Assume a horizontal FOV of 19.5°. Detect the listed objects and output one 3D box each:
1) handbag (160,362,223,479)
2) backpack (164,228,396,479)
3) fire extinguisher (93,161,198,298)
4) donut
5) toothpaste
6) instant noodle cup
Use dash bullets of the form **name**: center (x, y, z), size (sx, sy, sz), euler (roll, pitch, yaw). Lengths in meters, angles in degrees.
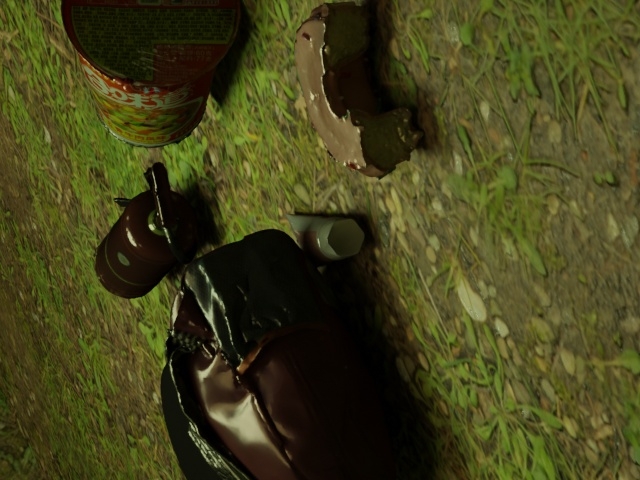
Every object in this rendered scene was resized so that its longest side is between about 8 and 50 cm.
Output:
- **handbag**: center (-0.115, 0.232, 2.354), size (0.254, 0.093, 0.308), euler (67, 159, 11)
- **backpack**: center (-0.041, 0.178, 1.971), size (0.317, 0.197, 0.283), euler (60, 169, 16)
- **fire extinguisher**: center (-0.220, -0.014, 2.363), size (0.141, 0.105, 0.341), euler (66, 162, 5)
- **donut**: center (0.027, -0.136, 1.702), size (0.117, 0.065, 0.166), euler (-6, 103, 67)
- **toothpaste**: center (0.000, 0.000, 1.936), size (0.067, 0.043, 0.194), euler (68, 165, -5)
- **instant noodle cup**: center (-0.185, -0.200, 2.035), size (0.193, 0.193, 0.212), euler (62, 165, 19)
